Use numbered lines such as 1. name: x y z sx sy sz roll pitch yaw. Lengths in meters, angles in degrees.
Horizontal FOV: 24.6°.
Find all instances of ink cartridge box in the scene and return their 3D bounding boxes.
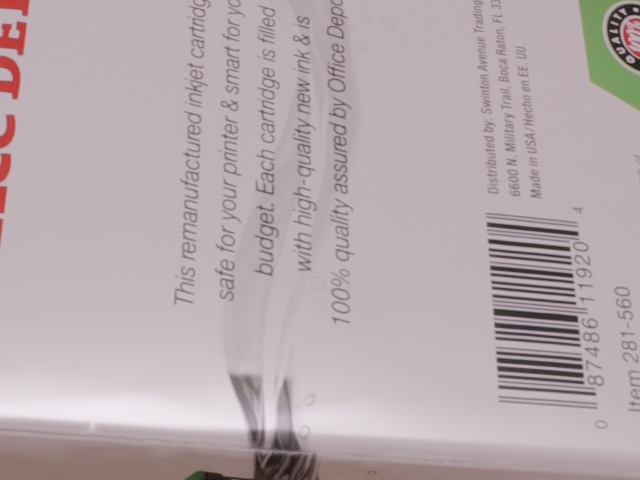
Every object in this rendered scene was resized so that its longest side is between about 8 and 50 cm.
1. ink cartridge box: 0.000 0.000 0.380 0.219 0.092 0.160 5 58 -9
